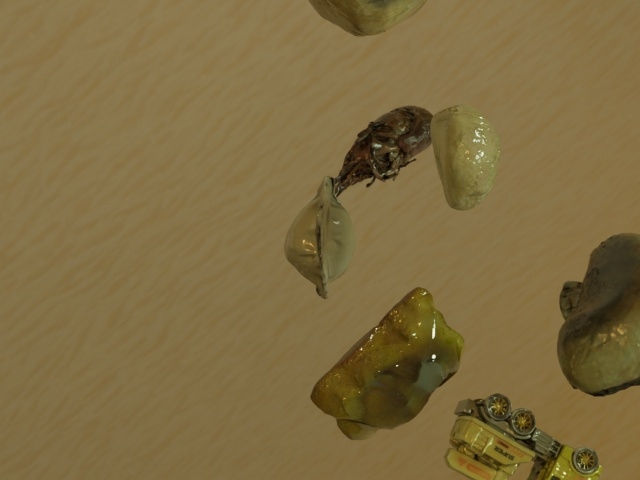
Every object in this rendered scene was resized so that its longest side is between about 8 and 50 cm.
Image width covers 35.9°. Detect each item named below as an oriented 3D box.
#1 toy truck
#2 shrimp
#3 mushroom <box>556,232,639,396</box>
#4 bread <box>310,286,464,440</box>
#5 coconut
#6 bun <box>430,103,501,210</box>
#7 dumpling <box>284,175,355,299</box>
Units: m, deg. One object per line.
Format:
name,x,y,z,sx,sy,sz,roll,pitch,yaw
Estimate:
toy truck,0.352,0.394,1.767,0.272,0.157,0.124,31,-17,-2
shrimp,0.128,-0.183,2.209,0.145,0.343,0.116,45,-18,14
mushroom,0.529,0.108,1.767,0.247,0.344,0.130,11,-41,40
bread,0.108,0.194,1.426,0.161,0.233,0.088,47,2,-29
coconut,0.086,-0.423,1.507,0.224,0.224,0.224,49,8,-9
bun,0.161,-0.090,1.070,0.115,0.069,0.115,-11,90,-86
dumpling,0.000,0.000,1.915,0.172,0.142,0.247,-98,-173,-79
